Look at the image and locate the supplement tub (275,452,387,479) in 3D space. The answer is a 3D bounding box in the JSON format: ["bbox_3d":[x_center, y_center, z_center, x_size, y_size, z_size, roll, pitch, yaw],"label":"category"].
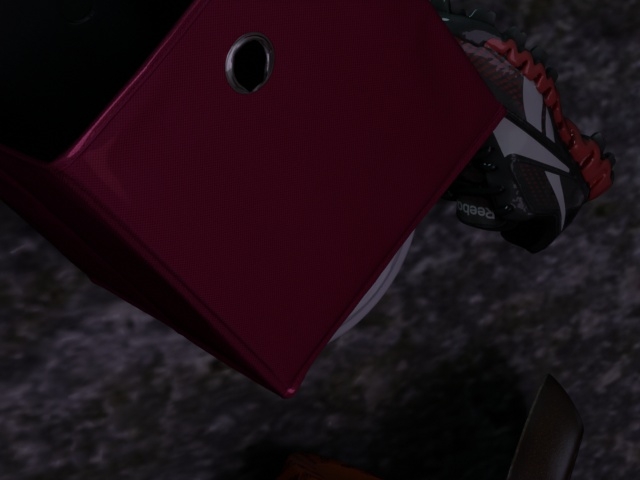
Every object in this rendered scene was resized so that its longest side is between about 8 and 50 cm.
[{"bbox_3d":[-0.018,0.360,1.351,0.207,0.207,0.338,21,94,-43],"label":"supplement tub"}]

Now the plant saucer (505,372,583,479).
[{"bbox_3d":[0.178,0.273,1.470,0.310,0.050,0.310,18,90,-79],"label":"plant saucer"}]

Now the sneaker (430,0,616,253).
[{"bbox_3d":[0.147,-0.086,1.382,0.135,0.098,0.276,-55,133,-12],"label":"sneaker"}]

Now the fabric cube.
[{"bbox_3d":[-0.086,-0.097,1.076,0.254,0.259,0.258,-52,132,-12],"label":"fabric cube"}]

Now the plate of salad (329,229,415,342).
[{"bbox_3d":[0.000,0.000,1.331,0.200,0.048,0.200,-26,132,-31],"label":"plate of salad"}]
